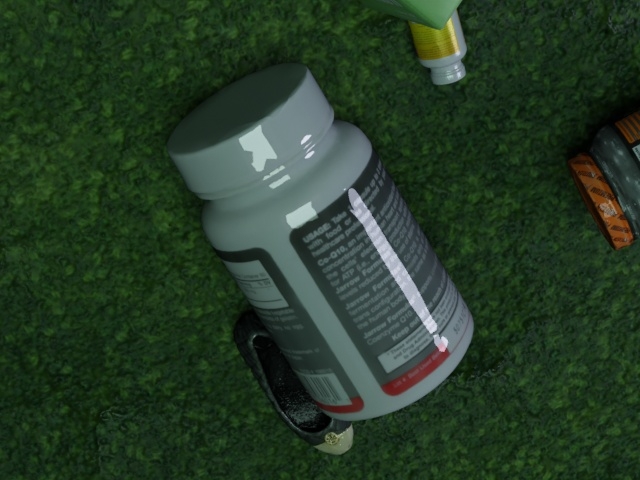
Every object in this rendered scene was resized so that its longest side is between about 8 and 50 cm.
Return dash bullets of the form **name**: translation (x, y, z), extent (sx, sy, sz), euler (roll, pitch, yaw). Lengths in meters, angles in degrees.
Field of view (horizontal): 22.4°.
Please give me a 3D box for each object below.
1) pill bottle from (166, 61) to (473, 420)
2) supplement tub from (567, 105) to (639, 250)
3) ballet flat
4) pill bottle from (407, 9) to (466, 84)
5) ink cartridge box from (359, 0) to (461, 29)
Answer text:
- **pill bottle**: translation (0.000, 0.000, 1.378), extent (0.161, 0.161, 0.283), euler (-29, 113, 5)
- **supplement tub**: translation (0.320, -0.074, 1.415), extent (0.190, 0.117, 0.117), euler (-28, 113, 5)
- **ballet flat**: translation (-0.026, 0.138, 1.492), extent (0.057, 0.049, 0.173), euler (-34, 113, 8)
- **pill bottle**: translation (0.099, -0.177, 1.381), extent (0.043, 0.043, 0.083), euler (-18, 113, 0)
- **ink cartridge box**: translation (0.002, -0.339, 1.193), extent (0.353, 0.119, 0.207), euler (34, 89, -34)
